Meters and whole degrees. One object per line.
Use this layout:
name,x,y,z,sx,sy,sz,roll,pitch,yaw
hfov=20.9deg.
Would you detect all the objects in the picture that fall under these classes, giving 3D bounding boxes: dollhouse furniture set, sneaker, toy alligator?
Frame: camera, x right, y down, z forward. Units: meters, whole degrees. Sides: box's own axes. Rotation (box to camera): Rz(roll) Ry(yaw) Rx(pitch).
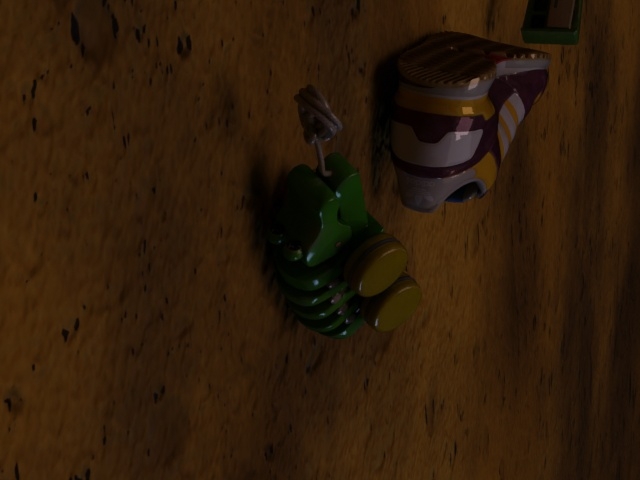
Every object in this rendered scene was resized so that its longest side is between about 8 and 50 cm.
dollhouse furniture set,0.139,-0.194,1.109,0.151,0.076,0.058,69,29,-56
sneaker,0.079,-0.067,0.975,0.185,0.069,0.084,-26,127,-64
toy alligator,0.000,0.000,0.745,0.051,0.056,0.189,-39,150,-8
